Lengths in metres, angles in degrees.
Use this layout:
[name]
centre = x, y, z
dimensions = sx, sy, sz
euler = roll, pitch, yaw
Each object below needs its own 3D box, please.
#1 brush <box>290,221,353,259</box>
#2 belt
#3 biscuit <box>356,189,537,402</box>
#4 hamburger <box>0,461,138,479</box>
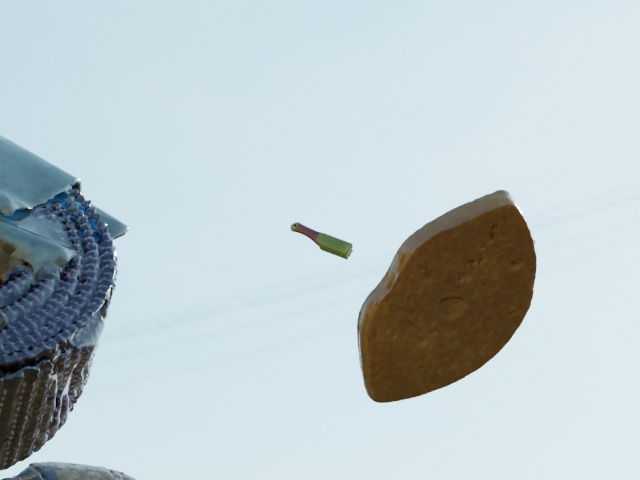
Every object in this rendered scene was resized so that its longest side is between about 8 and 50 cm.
[brush]
centre = 0.000, 0.000, 2.253
dimensions = 0.083, 0.019, 0.021
euler = 23, -29, 20
[belt]
centre = -0.282, 0.011, 1.132
dimensions = 0.325, 0.260, 0.122
euler = 28, -53, 14
[biscuit]
centre = 0.110, 0.051, 1.587
dimensions = 0.142, 0.029, 0.221
euler = 17, -65, -27
[hamburger]
centre = -0.208, 0.288, 1.498
dimensions = 0.231, 0.231, 0.107
euler = 17, -25, -33
